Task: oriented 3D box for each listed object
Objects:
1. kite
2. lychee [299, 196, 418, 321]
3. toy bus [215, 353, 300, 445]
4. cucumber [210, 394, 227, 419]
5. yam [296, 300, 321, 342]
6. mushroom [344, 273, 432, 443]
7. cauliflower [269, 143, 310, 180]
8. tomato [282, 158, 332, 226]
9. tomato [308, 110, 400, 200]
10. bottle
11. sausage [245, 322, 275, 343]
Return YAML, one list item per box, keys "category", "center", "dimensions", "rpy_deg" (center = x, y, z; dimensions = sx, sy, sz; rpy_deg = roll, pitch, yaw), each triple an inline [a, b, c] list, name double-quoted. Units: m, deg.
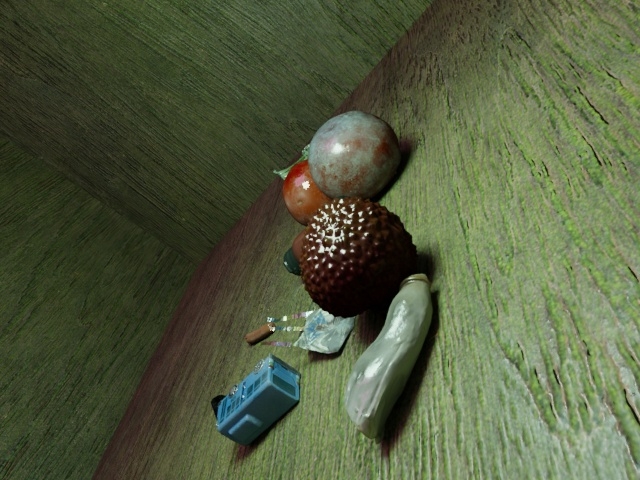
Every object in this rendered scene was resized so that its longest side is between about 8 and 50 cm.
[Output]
- category: "kite"
  center: [-0.046, 0.243, 1.373]
  dimensions: [0.310, 0.015, 0.169]
  rpy_deg: [-15, 36, 30]
- category: "lychee"
  center: [0.085, 0.045, 1.191]
  dimensions: [0.276, 0.304, 0.276]
  rpy_deg: [-26, -2, -1]
- category: "toy bus"
  center: [-0.167, 0.425, 1.347]
  dimensions: [0.234, 0.116, 0.133]
  rpy_deg: [-46, 22, 18]
- category: "cucumber"
  center: [-0.313, 0.538, 1.643]
  dimensions: [0.070, 0.046, 0.220]
  rpy_deg: [-49, 15, -13]
- category: "yam"
  center: [-0.004, 0.194, 1.473]
  dimensions: [0.061, 0.061, 0.274]
  rpy_deg: [-38, 22, 42]
- category: "mushroom"
  center: [0.144, 0.211, 0.996]
  dimensions: [0.109, 0.097, 0.351]
  rpy_deg: [-22, 31, 55]
- category: "cauliflower"
  center: [-0.071, -0.297, 2.274]
  dimensions: [0.315, 0.238, 0.256]
  rpy_deg: [-12, 7, -15]
- category: "tomato"
  center: [-0.021, -0.191, 1.956]
  dimensions: [0.265, 0.265, 0.265]
  rpy_deg: [-47, 18, 20]
- category: "tomato"
  center: [0.111, -0.275, 1.723]
  dimensions: [0.317, 0.282, 0.316]
  rpy_deg: [-29, 34, 22]
- category: "bottle"
  center: [0.000, 0.000, 1.691]
  dimensions: [0.336, 0.144, 0.144]
  rpy_deg: [-40, 21, 37]
- category: "sausage"
  center: [-0.217, 0.327, 1.801]
  dimensions: [0.186, 0.043, 0.043]
  rpy_deg: [-35, 25, 46]
